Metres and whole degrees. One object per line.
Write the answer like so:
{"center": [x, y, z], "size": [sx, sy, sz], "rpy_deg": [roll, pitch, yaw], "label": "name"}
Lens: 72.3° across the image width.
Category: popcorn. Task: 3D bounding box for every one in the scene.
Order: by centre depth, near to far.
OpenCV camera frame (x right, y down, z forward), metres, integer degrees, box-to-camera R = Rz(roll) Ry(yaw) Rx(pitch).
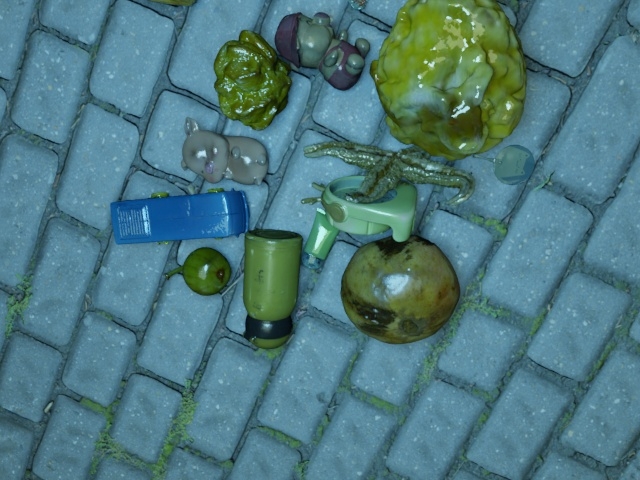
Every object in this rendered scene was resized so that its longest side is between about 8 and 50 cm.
{"center": [0.321, -0.398, 1.084], "size": [0.353, 0.344, 0.391], "rpy_deg": [-3, 94, -38], "label": "popcorn"}

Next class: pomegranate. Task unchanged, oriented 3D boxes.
{"center": [0.213, 0.133, 1.200], "size": [0.321, 0.322, 0.323], "rpy_deg": [1, 99, 6], "label": "pomegranate"}

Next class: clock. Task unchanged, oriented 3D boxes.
{"center": [0.108, -0.101, 1.207], "size": [0.307, 0.235, 0.096], "rpy_deg": [10, 122, 11], "label": "clock"}

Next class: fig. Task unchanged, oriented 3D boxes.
{"center": [-0.362, 0.097, 1.348], "size": [0.142, 0.186, 0.148], "rpy_deg": [41, 70, -29], "label": "fig"}

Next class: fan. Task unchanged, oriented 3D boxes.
{"center": [0.518, -0.221, 1.245], "size": [0.175, 0.005, 0.114], "rpy_deg": [14, 101, 3], "label": "fan"}

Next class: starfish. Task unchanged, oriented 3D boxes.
{"center": [0.171, -0.181, 1.173], "size": [0.430, 0.324, 0.083], "rpy_deg": [-1, 131, -2], "label": "starfish"}

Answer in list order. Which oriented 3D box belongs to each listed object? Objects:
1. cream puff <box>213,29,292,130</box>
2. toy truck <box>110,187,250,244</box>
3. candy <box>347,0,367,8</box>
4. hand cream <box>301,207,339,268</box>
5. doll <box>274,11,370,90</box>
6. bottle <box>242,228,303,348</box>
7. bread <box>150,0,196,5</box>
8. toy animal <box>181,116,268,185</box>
{"center": [-0.178, -0.423, 1.177], "size": [0.196, 0.244, 0.244], "rpy_deg": [32, 101, 1], "label": "cream puff"}
{"center": [-0.410, -0.066, 1.299], "size": [0.383, 0.162, 0.161], "rpy_deg": [-3, 97, 7], "label": "toy truck"}
{"center": [0.171, -0.755, 1.171], "size": [0.086, 0.059, 0.292], "rpy_deg": [32, 102, -1], "label": "candy"}
{"center": [0.000, 0.000, 1.324], "size": [0.095, 0.046, 0.175], "rpy_deg": [24, 95, 3], "label": "hand cream"}
{"center": [0.001, -0.514, 1.168], "size": [0.255, 0.196, 0.152], "rpy_deg": [24, 102, -4], "label": "doll"}
{"center": [-0.149, 0.149, 1.305], "size": [0.171, 0.171, 0.352], "rpy_deg": [6, 102, 5], "label": "bottle"}
{"center": [-0.437, -0.727, 1.209], "size": [0.190, 0.132, 0.114], "rpy_deg": [4, 98, 4], "label": "bread"}
{"center": [-0.272, -0.241, 1.259], "size": [0.249, 0.154, 0.167], "rpy_deg": [12, 112, -13], "label": "toy animal"}
